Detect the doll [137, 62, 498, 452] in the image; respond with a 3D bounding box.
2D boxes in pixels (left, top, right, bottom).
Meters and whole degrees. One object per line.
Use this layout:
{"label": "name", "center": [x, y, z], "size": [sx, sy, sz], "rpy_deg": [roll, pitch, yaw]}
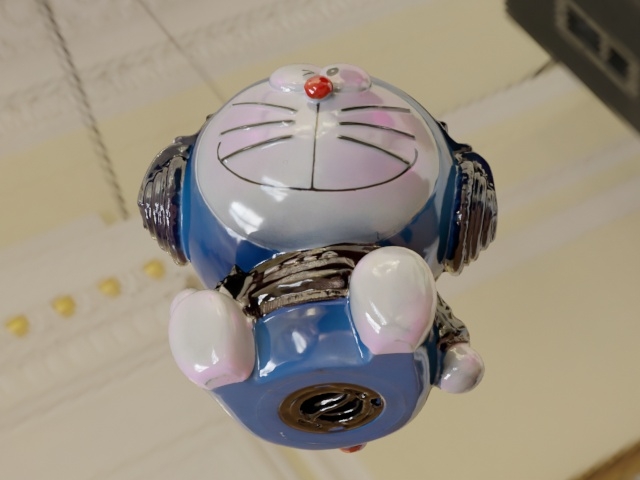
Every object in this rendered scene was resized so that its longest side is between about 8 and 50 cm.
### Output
{"label": "doll", "center": [0.000, 0.000, 1.288], "size": [0.284, 0.310, 0.240], "rpy_deg": [-4, -36, 0]}
